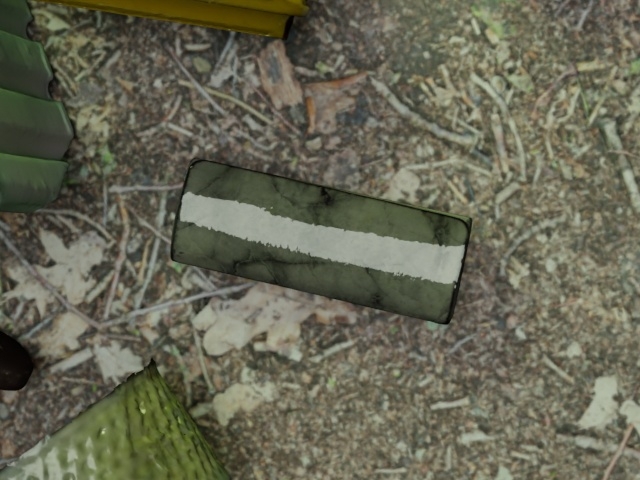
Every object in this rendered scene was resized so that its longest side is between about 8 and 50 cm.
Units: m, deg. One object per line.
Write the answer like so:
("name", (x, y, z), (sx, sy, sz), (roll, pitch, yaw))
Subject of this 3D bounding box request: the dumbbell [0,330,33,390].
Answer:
("dumbbell", (-0.403, 0.191, 1.549), (0.124, 0.140, 0.225), (25, 96, -30))

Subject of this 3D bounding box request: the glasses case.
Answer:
("glasses case", (0.000, 0.000, 1.523), (0.299, 0.060, 0.114), (12, 92, 8))

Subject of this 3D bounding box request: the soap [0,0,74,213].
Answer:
("soap", (-0.378, -0.134, 1.385), (0.156, 0.446, 0.261), (-19, 88, 7))

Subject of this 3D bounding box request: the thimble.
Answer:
("thimble", (-0.233, 0.253, 1.461), (0.271, 0.271, 0.150), (-36, 88, 8))

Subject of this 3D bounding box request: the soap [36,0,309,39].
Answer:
("soap", (-0.165, -0.320, 1.453), (0.324, 0.096, 0.204), (8, 73, -16))
